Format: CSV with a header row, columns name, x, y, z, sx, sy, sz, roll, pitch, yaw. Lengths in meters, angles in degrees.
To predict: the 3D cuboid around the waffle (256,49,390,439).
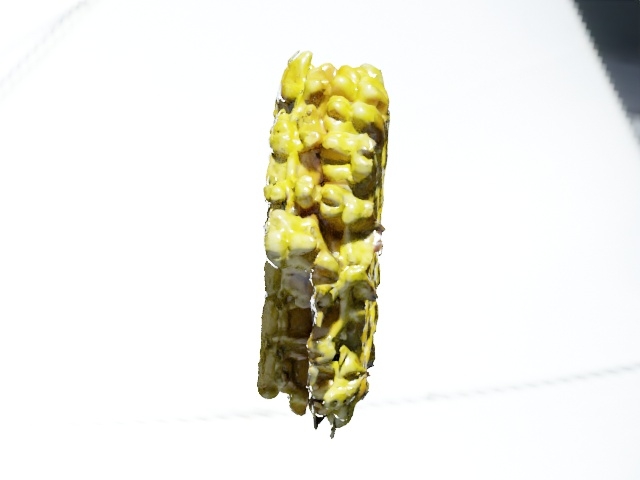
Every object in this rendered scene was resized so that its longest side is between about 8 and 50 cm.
name,x,y,z,sx,sy,sz,roll,pitch,yaw
waffle,0.000,0.000,1.045,0.070,0.193,0.197,4,25,1
